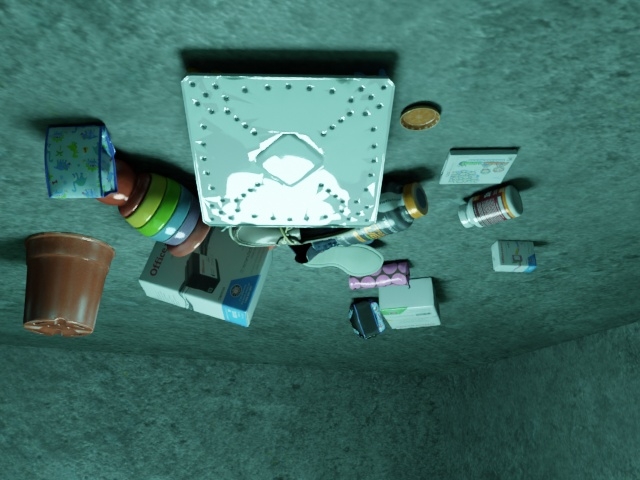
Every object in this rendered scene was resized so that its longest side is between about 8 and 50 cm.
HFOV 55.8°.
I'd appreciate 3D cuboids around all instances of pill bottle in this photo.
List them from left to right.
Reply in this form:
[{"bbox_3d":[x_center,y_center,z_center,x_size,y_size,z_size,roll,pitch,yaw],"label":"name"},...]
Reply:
[{"bbox_3d":[0.150,-0.074,1.553,0.245,0.131,0.130,-17,152,33],"label":"pill bottle"},{"bbox_3d":[0.446,-0.085,1.593,0.152,0.086,0.086,-19,151,36],"label":"pill bottle"}]

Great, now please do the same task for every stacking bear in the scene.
[{"bbox_3d":[-0.417,-0.095,1.457,0.289,0.175,0.164,32,171,-33],"label":"stacking bear"}]

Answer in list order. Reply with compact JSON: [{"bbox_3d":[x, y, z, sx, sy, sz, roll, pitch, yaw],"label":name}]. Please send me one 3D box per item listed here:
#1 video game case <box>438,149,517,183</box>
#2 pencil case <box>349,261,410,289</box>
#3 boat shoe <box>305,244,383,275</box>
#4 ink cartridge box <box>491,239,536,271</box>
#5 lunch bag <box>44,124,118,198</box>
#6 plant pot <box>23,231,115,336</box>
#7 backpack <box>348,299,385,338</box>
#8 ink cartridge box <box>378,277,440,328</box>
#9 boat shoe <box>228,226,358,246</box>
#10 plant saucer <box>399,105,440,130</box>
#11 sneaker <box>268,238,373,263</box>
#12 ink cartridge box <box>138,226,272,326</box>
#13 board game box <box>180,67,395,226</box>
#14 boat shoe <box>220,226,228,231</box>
[{"bbox_3d":[0.376,-0.176,1.459,0.157,0.019,0.143,-1,158,0],"label":"video game case"},{"bbox_3d":[0.205,0.126,2.091,0.209,0.095,0.098,-4,-178,13],"label":"pencil case"},{"bbox_3d":[0.056,0.034,1.865,0.302,0.091,0.114,15,109,-30],"label":"boat shoe"},{"bbox_3d":[0.612,0.050,1.916,0.122,0.089,0.052,1,157,-4],"label":"ink cartridge box"},{"bbox_3d":[-0.516,-0.170,1.300,0.128,0.151,0.096,-2,-165,4],"label":"lunch bag"},{"bbox_3d":[-0.791,0.148,1.872,0.272,0.265,0.272,-1,157,0],"label":"plant pot"},{"bbox_3d":[0.181,0.324,2.481,0.116,0.158,0.173,-17,173,-8],"label":"backpack"},{"bbox_3d":[0.349,0.247,2.341,0.201,0.117,0.278,-7,156,14],"label":"ink cartridge box"},{"bbox_3d":[-0.055,-0.042,1.440,0.324,0.097,0.117,-11,120,-9],"label":"boat shoe"},{"bbox_3d":[0.208,-0.258,1.266,0.083,0.013,0.083,0,157,0],"label":"plant saucer"},{"bbox_3d":[0.000,0.000,1.699,0.350,0.148,0.131,10,155,-24],"label":"sneaker"},{"bbox_3d":[-0.311,0.079,1.680,0.307,0.223,0.129,16,156,4],"label":"ink cartridge box"},{"bbox_3d":[-0.064,-0.179,1.244,0.389,0.050,0.390,0,138,-2],"label":"board game box"},{"bbox_3d":[-0.261,-0.079,1.581,0.079,0.095,0.254,31,134,-34],"label":"boat shoe"}]
